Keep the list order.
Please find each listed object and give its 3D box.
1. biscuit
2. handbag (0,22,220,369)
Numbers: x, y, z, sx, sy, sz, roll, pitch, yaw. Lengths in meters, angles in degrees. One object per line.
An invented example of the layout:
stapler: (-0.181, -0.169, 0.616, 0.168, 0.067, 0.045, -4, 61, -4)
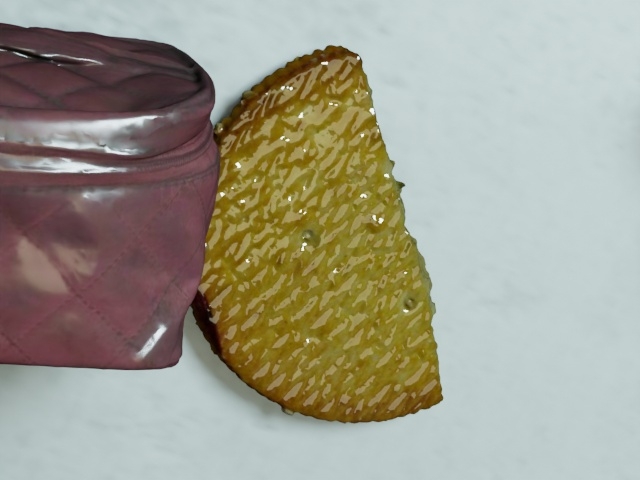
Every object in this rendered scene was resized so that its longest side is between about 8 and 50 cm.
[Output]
biscuit: (-0.009, 0.010, 0.637, 0.126, 0.025, 0.206, -18, 111, -7)
handbag: (-0.155, -0.030, 0.524, 0.225, 0.146, 0.135, 5, 111, -13)
